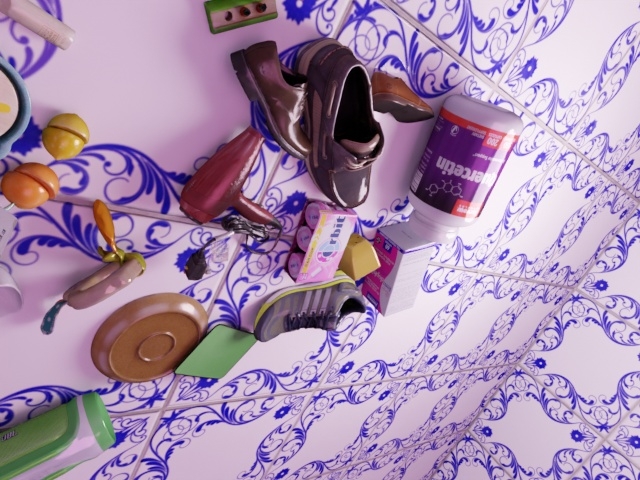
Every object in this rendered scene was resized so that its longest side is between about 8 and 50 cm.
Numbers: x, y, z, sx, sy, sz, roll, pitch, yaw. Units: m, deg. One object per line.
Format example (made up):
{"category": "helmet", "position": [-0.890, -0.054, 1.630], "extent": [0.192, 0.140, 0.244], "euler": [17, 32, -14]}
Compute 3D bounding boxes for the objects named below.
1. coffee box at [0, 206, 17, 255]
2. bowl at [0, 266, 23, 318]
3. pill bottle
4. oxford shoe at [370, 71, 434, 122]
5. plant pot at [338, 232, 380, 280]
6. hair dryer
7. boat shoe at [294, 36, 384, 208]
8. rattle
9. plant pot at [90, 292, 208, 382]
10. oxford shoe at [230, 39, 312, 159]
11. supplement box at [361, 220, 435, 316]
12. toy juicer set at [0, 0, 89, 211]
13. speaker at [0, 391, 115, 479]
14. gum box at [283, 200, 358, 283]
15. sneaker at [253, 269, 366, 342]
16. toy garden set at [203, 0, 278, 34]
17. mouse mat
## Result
{"category": "coffee box", "position": [-0.492, 0.032, 0.500], "extent": [0.246, 0.141, 0.098], "euler": [-16, 139, 14]}
{"category": "bowl", "position": [-0.509, 0.079, 0.638], "extent": [0.142, 0.053, 0.142], "euler": [-14, 163, -33]}
{"category": "pill bottle", "position": [0.319, -0.159, 1.051], "extent": [0.181, 0.181, 0.323], "euler": [-4, 124, -36]}
{"category": "oxford shoe", "position": [0.172, -0.291, 0.920], "extent": [0.212, 0.076, 0.076], "euler": [4, 80, -52]}
{"category": "plant pot", "position": [0.087, 0.031, 1.095], "extent": [0.081, 0.081, 0.083], "euler": [-27, 125, -19]}
{"category": "hair dryer", "position": [-0.159, -0.075, 0.837], "extent": [0.223, 0.080, 0.294], "euler": [-24, 142, -43]}
{"category": "boat shoe", "position": [0.044, -0.186, 0.846], "extent": [0.132, 0.130, 0.356], "euler": [-33, 137, -14]}
{"category": "rattle", "position": [-0.400, 0.050, 0.726], "extent": [0.199, 0.130, 0.143], "euler": [-21, 128, 13]}
{"category": "plant pot", "position": [-0.340, 0.211, 0.926], "extent": [0.236, 0.032, 0.236], "euler": [-22, 134, -25]}
{"category": "oxford shoe", "position": [-0.053, -0.225, 0.755], "extent": [0.096, 0.083, 0.227], "euler": [-21, 141, 9]}
{"category": "supplement box", "position": [0.200, 0.077, 1.194], "extent": [0.113, 0.111, 0.220], "euler": [-13, 129, -30]}
{"category": "toy juicer set", "position": [-0.388, -0.167, 0.547], "extent": [0.209, 0.089, 0.329], "euler": [1, 120, -39]}
{"category": "speaker", "position": [-0.551, 0.402, 0.835], "extent": [0.296, 0.131, 0.131], "euler": [-23, 134, -24]}
{"category": "gum box", "position": [0.000, 0.000, 1.009], "extent": [0.107, 0.062, 0.189], "euler": [-1, 122, -39]}
{"category": "sneaker", "position": [-0.019, 0.169, 1.082], "extent": [0.299, 0.121, 0.111], "euler": [-23, 133, -23]}
{"category": "toy garden set", "position": [-0.078, -0.432, 0.617], "extent": [0.203, 0.049, 0.244], "euler": [-26, 135, -21]}
{"category": "mouse mat", "position": [-0.234, 0.262, 1.045], "extent": [0.153, 0.007, 0.189], "euler": [-47, 149, 1]}
